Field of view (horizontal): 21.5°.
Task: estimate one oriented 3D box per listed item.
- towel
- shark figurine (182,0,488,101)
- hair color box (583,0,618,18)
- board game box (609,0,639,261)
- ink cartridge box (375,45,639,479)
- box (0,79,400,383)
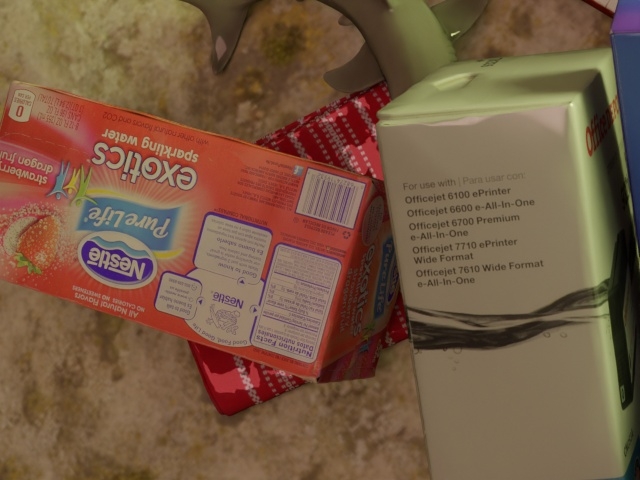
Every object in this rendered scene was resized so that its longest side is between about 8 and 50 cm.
[{"bbox_3d":[0.000,0.000,1.329,0.275,0.031,0.198,-26,79,16],"label":"towel"},{"bbox_3d":[0.010,-0.187,1.289,0.278,0.116,0.166,28,80,33],"label":"shark figurine"},{"bbox_3d":[0.217,-0.220,1.255,0.167,0.053,0.093,35,97,20],"label":"hair color box"},{"bbox_3d":[0.324,-0.008,1.078,0.233,0.078,0.347,0,126,20],"label":"board game box"},{"bbox_3d":[0.142,0.041,1.127,0.129,0.223,0.307,-5,103,18],"label":"ink cartridge box"},{"bbox_3d":[-0.094,-0.006,1.270,0.300,0.142,0.154,15,91,20],"label":"box"}]
